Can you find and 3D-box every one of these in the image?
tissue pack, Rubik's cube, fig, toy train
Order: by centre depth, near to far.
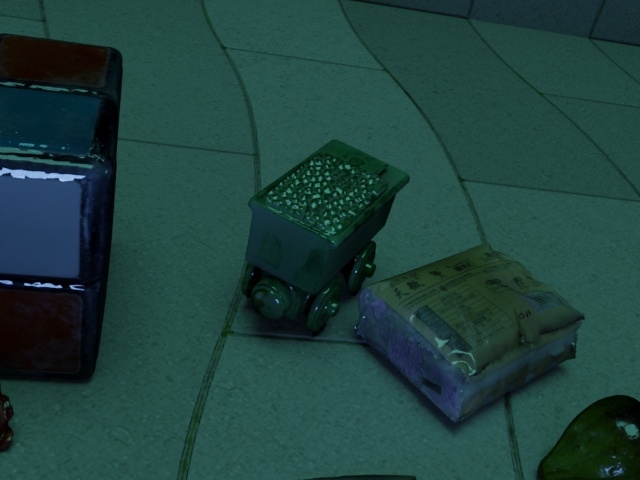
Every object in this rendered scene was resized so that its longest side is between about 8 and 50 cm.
[{"bbox_3d":[-0.406,-0.052,0.974,0.313,0.316,0.318,5,35,-13],"label":"Rubik's cube"},{"bbox_3d":[0.339,0.260,0.979,0.156,0.123,0.123,-31,40,5],"label":"fig"},{"bbox_3d":[0.207,0.111,1.120,0.256,0.123,0.215,-15,40,-36],"label":"tissue pack"},{"bbox_3d":[0.000,0.000,1.137,0.145,0.202,0.266,27,37,17],"label":"toy train"}]

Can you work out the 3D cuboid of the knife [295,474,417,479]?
[{"bbox_3d":[0.089,0.289,0.910,0.245,0.019,0.072,4,33,-10],"label":"knife"}]

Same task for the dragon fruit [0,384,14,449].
[{"bbox_3d":[-0.382,0.178,0.866,0.112,0.068,0.126,4,36,-14],"label":"dragon fruit"}]
